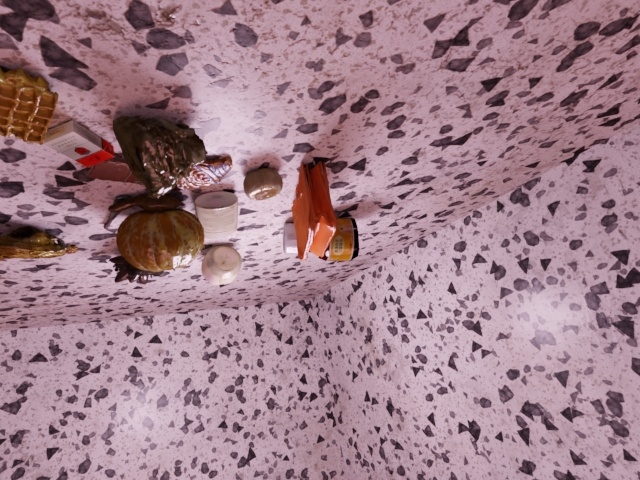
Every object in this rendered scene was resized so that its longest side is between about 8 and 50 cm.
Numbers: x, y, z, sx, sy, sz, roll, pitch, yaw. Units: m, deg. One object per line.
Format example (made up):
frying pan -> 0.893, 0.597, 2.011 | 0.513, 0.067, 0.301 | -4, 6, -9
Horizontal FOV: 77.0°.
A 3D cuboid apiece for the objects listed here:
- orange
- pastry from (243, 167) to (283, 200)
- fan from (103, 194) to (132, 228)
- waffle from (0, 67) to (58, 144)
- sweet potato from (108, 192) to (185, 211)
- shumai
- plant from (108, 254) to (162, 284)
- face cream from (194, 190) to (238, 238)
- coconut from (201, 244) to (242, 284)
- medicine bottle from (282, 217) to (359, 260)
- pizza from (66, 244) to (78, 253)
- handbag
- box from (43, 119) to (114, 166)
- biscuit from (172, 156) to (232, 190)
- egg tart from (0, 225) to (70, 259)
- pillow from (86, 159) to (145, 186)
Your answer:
orange -> -0.629, -0.004, 1.593 | 0.330, 0.248, 0.329 | -7, -172, 1
pastry -> -0.222, -0.217, 1.562 | 0.157, 0.091, 0.156 | -9, 163, -3
fan -> -0.804, -0.108, 1.582 | 0.057, 0.023, 0.282 | -9, 163, -42
waffle -> -0.750, -0.323, 0.928 | 0.219, 0.057, 0.229 | 4, 154, -42
sweet potato -> -0.648, -0.144, 1.502 | 0.270, 0.074, 0.074 | -6, 160, -18
shumai -> -0.457, -0.268, 1.177 | 0.218, 0.189, 0.255 | -26, 151, -21
plant -> -0.858, 0.101, 1.922 | 0.321, 0.181, 0.194 | -29, 156, 28
face cream -> -0.447, -0.101, 1.756 | 0.174, 0.081, 0.348 | -8, 161, -14
coconut -> -0.543, 0.143, 2.211 | 0.225, 0.224, 0.234 | -3, 147, -29
medicine bottle -> 0.000, 0.000, 2.126 | 0.396, 0.242, 0.242 | -4, 160, -9
pizza -> -1.121, 0.048, 1.810 | 0.084, 0.025, 0.078 | -17, 159, 8
handbag -> -0.040, -0.108, 1.680 | 0.116, 0.303, 0.410 | -8, 159, -13
box -> -0.684, -0.272, 1.145 | 0.100, 0.048, 0.152 | -15, 160, 11
biscuit -> -0.440, -0.235, 1.451 | 0.281, 0.043, 0.183 | -21, 157, 14
egg tart -> -1.146, 0.017, 1.572 | 0.298, 0.132, 0.297 | -4, 173, 0
pillow -> -0.634, -0.222, 1.331 | 0.233, 0.043, 0.126 | 4, 156, -39
